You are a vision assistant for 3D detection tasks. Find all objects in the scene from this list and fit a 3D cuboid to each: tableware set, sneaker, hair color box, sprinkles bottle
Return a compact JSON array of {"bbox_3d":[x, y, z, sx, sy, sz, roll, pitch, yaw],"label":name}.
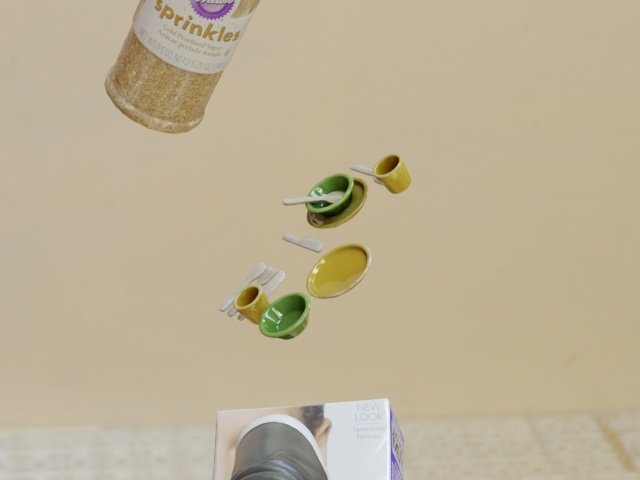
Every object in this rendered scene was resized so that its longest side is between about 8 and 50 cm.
[{"bbox_3d":[0.000,0.000,0.908,0.104,0.154,0.024,21,-28,52],"label":"tableware set"},{"bbox_3d":[-0.004,0.296,1.122,0.296,0.104,0.147,65,12,-3],"label":"sneaker"},{"bbox_3d":[-0.013,0.332,1.350,0.110,0.185,0.339,70,17,-55],"label":"hair color box"},{"bbox_3d":[-0.114,-0.280,1.458,0.355,0.121,0.121,-59,-150,35],"label":"sprinkles bottle"}]
